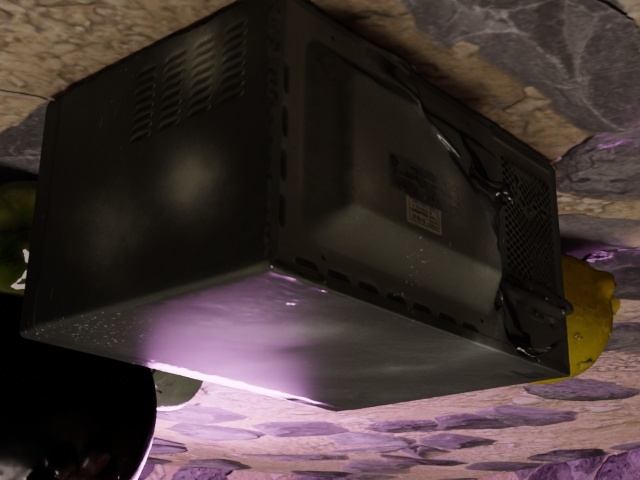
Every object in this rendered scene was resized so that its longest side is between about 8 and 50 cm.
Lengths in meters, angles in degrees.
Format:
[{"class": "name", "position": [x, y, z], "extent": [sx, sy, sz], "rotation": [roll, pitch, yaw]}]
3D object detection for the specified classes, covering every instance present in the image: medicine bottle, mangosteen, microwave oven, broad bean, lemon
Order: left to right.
[{"class": "mangosteen", "position": [-0.426, 0.206, 1.328], "extent": [0.435, 0.382, 0.382], "rotation": [33, -175, 41]}, {"class": "broad bean", "position": [-0.332, 0.004, 1.163], "extent": [0.206, 0.153, 0.072], "rotation": [19, -162, -47]}, {"class": "medicine bottle", "position": [-0.282, 0.198, 1.643], "extent": [0.147, 0.147, 0.143], "rotation": [-13, 154, 35]}, {"class": "microwave oven", "position": [0.000, 0.000, 0.954], "extent": [0.374, 0.236, 0.432], "rotation": [-15, 155, 38]}, {"class": "lemon", "position": [0.288, 0.097, 1.303], "extent": [0.206, 0.173, 0.173], "rotation": [-23, 151, 24]}]
